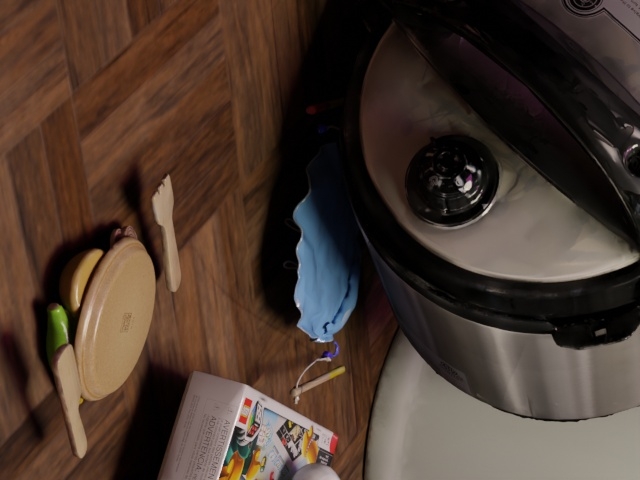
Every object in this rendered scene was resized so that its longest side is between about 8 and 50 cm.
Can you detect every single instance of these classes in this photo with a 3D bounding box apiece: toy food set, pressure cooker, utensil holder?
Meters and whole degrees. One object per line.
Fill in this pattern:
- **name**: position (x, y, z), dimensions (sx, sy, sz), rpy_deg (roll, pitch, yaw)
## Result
- **toy food set**: position (-0.159, 0.052, 1.367), dimensions (0.132, 0.038, 0.192), rpy_deg (88, 22, -45)
- **pressure cooker**: position (0.209, -0.058, 1.645), dimensions (0.420, 0.369, 0.375), rpy_deg (64, 31, -64)
- **utensil holder**: position (0.285, 0.224, 1.980), dimensions (0.327, 0.385, 0.328), rpy_deg (-40, 136, -52)

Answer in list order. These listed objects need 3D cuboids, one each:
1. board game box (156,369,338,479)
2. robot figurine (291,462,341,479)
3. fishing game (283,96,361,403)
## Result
- **board game box**: position (-0.069, 0.229, 1.577), dimensions (0.305, 0.053, 0.193), rpy_deg (42, 64, -71)
- **robot figurine**: position (0.033, 0.336, 1.554), dimensions (0.353, 0.199, 0.300), rpy_deg (66, 5, -65)
- **fishing game**: position (0.000, 0.000, 1.675), dimensions (0.189, 0.041, 0.264), rpy_deg (-28, 121, -69)
